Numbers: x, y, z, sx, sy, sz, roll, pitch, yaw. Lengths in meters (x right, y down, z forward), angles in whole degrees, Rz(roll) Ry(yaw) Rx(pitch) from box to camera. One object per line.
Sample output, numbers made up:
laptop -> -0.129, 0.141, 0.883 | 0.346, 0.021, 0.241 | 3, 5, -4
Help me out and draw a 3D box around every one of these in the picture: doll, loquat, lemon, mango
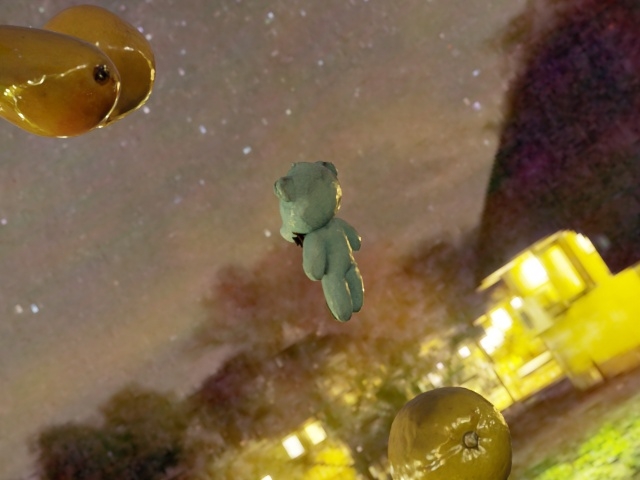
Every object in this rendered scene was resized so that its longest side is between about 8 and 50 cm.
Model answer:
doll -> -0.004, 0.000, 1.175 | 0.075, 0.180, 0.120 | -7, 11, 26
loquat -> -0.378, -0.289, 1.770 | 0.208, 0.208, 0.208 | -31, -9, -6
lemon -> 0.170, 0.284, 1.418 | 0.170, 0.170, 0.207 | -28, -20, -24
mango -> -0.349, -0.191, 1.269 | 0.138, 0.253, 0.113 | 70, -141, -54
